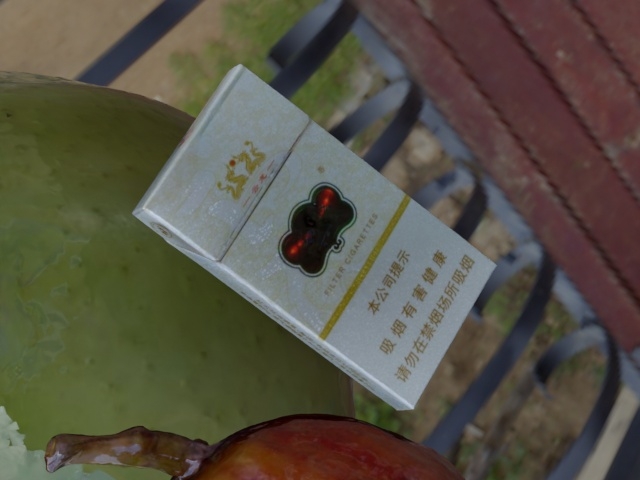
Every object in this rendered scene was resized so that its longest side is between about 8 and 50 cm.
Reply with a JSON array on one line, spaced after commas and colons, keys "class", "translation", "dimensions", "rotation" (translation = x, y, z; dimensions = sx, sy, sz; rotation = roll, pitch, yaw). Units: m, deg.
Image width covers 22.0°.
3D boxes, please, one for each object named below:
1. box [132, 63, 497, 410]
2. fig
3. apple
[{"class": "box", "translation": [0.000, 0.000, 0.802], "dimensions": [0.167, 0.090, 0.024], "rotation": [37, 160, -15]}, {"class": "fig", "translation": [-0.017, 0.118, 0.573], "dimensions": [0.150, 0.128, 0.128], "rotation": [11, 129, 10]}, {"class": "apple", "translation": [-0.154, 0.072, 0.911], "dimensions": [0.320, 0.360, 0.311], "rotation": [31, 104, 40]}]
